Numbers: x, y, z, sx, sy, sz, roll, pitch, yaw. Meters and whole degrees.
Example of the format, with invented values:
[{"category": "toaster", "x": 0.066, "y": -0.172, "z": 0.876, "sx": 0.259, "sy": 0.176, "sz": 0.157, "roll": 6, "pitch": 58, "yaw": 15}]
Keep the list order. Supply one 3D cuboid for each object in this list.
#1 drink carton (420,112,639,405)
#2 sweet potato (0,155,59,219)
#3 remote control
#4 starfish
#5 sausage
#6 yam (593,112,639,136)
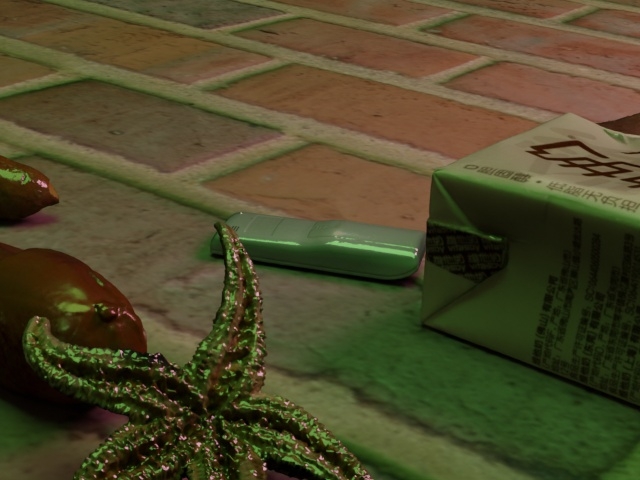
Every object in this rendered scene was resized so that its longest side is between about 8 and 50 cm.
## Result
[{"category": "drink carton", "x": 0.254, "y": 0.021, "z": 0.763, "sx": 0.324, "sy": 0.132, "sz": 0.194, "roll": 18, "pitch": 27, "yaw": 34}, {"category": "sweet potato", "x": -0.303, "y": -0.053, "z": 0.940, "sx": 0.195, "sy": 0.056, "sz": 0.056, "roll": 14, "pitch": 24, "yaw": 3}, {"category": "remote control", "x": 0.000, "y": 0.000, "z": 0.897, "sx": 0.162, "sy": 0.029, "sz": 0.061, "roll": 8, "pitch": 22, "yaw": 11}, {"category": "starfish", "x": -0.057, "y": 0.090, "z": 0.607, "sx": 0.213, "sy": 0.057, "sz": 0.238, "roll": 16, "pitch": 45, "yaw": -2}, {"category": "sausage", "x": -0.178, "y": 0.047, "z": 0.707, "sx": 0.179, "sy": 0.089, "sz": 0.089, "roll": 19, "pitch": 28, "yaw": 39}, {"category": "yam", "x": 0.263, "y": -0.072, "z": 1.043, "sx": 0.127, "sy": 0.084, "sz": 0.084, "roll": -18, "pitch": 31, "yaw": -34}]
